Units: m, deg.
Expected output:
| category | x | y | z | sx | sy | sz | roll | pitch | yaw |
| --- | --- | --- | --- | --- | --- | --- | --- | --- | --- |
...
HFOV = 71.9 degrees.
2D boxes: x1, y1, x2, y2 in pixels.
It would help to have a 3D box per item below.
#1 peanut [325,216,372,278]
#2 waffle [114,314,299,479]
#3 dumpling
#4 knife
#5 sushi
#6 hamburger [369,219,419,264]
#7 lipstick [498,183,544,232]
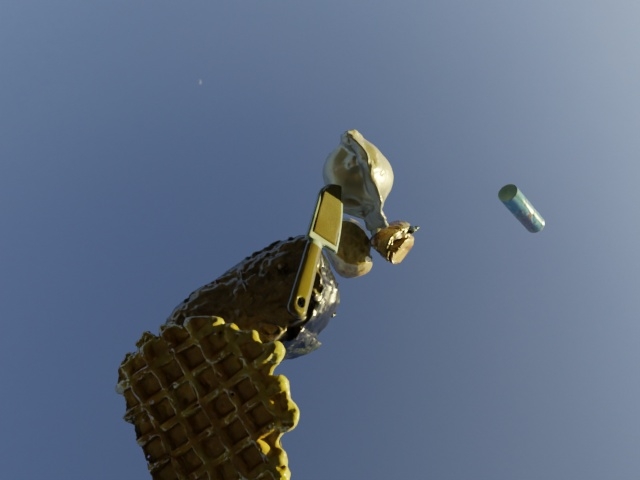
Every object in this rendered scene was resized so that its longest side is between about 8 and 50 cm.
| category | x | y | z | sx | sy | sz | roll | pitch | yaw |
| --- | --- | --- | --- | --- | --- | --- | --- | --- | --- |
| peanut | 0.066 | 0.019 | 1.068 | 0.109 | 0.141 | 0.159 | -26 | -122 | -8 |
| waffle | -0.181 | 0.273 | 0.685 | 0.306 | 0.060 | 0.312 | -1 | -96 | 13 |
| dumpling | 0.088 | -0.111 | 0.922 | 0.146 | 0.258 | 0.193 | -20 | -128 | -2 |
| knife | 0.001 | 0.001 | 0.737 | 0.061 | 0.027 | 0.343 | 32 | -141 | -16 |
| sushi | -0.125 | 0.143 | 0.822 | 0.350 | 0.171 | 0.211 | -33 | -113 | -3 |
| hamburger | 0.170 | -0.008 | 1.018 | 0.087 | 0.176 | 0.102 | 35 | -82 | 18 |
| lipstick | 0.484 | -0.074 | 1.057 | 0.157 | 0.048 | 0.048 | 34 | -127 | -34 |
